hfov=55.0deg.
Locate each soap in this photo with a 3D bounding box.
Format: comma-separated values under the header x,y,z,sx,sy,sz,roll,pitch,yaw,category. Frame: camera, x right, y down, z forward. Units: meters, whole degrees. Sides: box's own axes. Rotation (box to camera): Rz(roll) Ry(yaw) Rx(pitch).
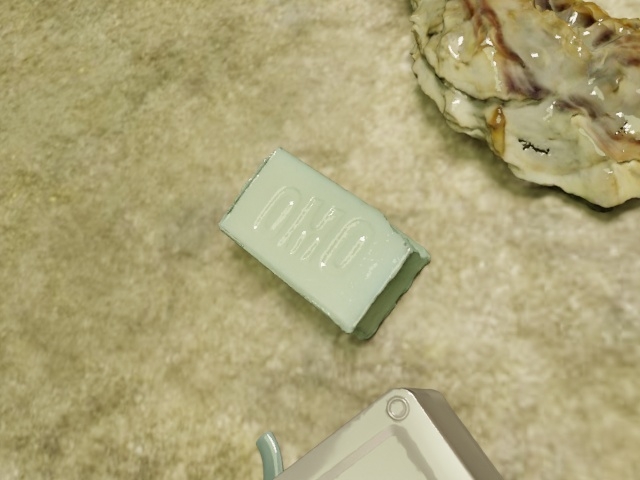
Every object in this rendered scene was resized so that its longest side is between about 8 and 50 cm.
x,y,z,sx,sy,sz,roll,pitch,yaw,category
0.000,0.000,0.629,0.198,0.063,0.115,35,89,28,soap

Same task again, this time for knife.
x,y,z,sx,sy,sz,roll,pitch,yaw,category
-0.039,0.292,0.587,0.028,0.015,0.210,-13,70,13,knife

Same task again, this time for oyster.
x,y,z,sx,sy,sz,roll,pitch,yaw,category
0.186,-0.186,0.579,0.201,0.107,0.354,-46,62,2,oyster

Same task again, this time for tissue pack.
x,y,z,sx,sy,sz,roll,pitch,yaw,category
0.030,0.248,0.491,0.246,0.136,0.159,-38,66,6,tissue pack
